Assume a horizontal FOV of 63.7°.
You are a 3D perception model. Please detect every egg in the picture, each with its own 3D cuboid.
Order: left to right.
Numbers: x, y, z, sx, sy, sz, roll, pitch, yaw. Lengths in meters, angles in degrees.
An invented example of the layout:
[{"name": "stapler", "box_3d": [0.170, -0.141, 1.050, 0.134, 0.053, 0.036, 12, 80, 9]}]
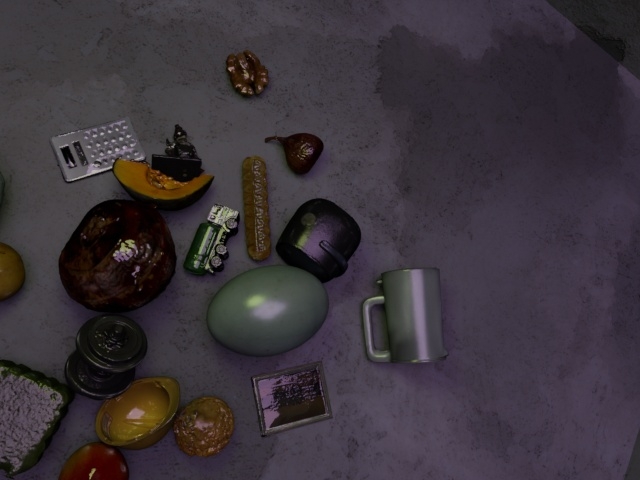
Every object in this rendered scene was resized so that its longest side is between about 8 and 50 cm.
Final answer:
[{"name": "egg", "box_3d": [-0.159, 0.217, 1.601, 0.388, 0.276, 0.277, -8, 82, -20]}]

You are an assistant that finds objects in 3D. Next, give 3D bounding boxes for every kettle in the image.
[{"name": "kettle", "box_3d": [0.298, 0.261, 1.787, 0.264, 0.205, 0.319, -1, 82, -21]}]

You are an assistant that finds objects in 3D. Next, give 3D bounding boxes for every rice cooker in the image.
[{"name": "rice cooker", "box_3d": [0.000, 0.000, 1.716, 0.267, 0.267, 0.225, 39, 67, -8]}]

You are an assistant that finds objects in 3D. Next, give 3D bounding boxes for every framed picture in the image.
[{"name": "framed picture", "box_3d": [-0.091, 0.521, 1.704, 0.252, 0.014, 0.197, -9, 83, -20]}]

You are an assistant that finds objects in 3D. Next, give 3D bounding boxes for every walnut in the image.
[{"name": "walnut", "box_3d": [-0.261, -0.590, 1.837, 0.142, 0.069, 0.170, -20, 85, -20]}]

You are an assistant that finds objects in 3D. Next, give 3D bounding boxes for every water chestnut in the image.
[{"name": "water chestnut", "box_3d": [-0.565, 0.055, 1.506, 0.350, 0.302, 0.351, -9, 63, 17]}]

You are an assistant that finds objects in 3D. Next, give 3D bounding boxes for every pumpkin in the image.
[{"name": "pumpkin", "box_3d": [-0.488, -0.135, 1.598, 0.311, 0.148, 0.169, 6, 46, -24]}]

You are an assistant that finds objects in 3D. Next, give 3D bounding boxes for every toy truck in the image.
[{"name": "toy truck", "box_3d": [-0.350, 0.004, 1.677, 0.124, 0.101, 0.243, 21, 76, -1]}]

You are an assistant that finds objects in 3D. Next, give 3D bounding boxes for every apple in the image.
[{"name": "apple", "box_3d": [-0.922, 0.085, 1.435, 0.155, 0.182, 0.183, -27, 88, -50]}]

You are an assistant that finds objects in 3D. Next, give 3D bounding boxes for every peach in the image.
[{"name": "peach", "box_3d": [-0.616, 0.651, 1.407, 0.197, 0.197, 0.198, 4, 78, -18]}]

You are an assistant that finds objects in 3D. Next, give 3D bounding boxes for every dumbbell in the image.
[{"name": "dumbbell", "box_3d": [-0.601, 0.326, 1.447, 0.191, 0.290, 0.192, 21, 38, -18]}]

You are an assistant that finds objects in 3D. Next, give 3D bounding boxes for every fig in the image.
[{"name": "fig", "box_3d": [-0.093, -0.337, 1.818, 0.201, 0.134, 0.146, 36, 61, 0]}]

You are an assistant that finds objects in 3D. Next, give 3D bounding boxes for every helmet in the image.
[{"name": "helmet", "box_3d": [-0.504, 0.518, 1.492, 0.256, 0.140, 0.205, -15, 42, 1]}]

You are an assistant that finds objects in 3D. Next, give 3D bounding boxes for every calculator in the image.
[{"name": "calculator", "box_3d": [-0.714, -0.293, 1.653, 0.261, 0.021, 0.161, -23, 87, -21]}]

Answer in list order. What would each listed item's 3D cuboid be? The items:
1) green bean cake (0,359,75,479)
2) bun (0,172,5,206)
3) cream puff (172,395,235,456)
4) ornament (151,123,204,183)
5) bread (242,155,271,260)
[{"name": "green bean cake", "box_3d": [-0.835, 0.471, 1.389, 0.249, 0.156, 0.247, 27, 71, -12]}, {"name": "bun", "box_3d": [-1.056, -0.145, 1.415, 0.353, 0.194, 0.355, 6, 70, -16]}, {"name": "cream puff", "box_3d": [-0.350, 0.560, 1.550, 0.188, 0.129, 0.189, 5, 76, -20]}, {"name": "ornament", "box_3d": [-0.471, -0.288, 1.708, 0.166, 0.153, 0.196, 4, 55, -19]}, {"name": "bread", "box_3d": [-0.218, -0.111, 1.753, 0.084, 0.077, 0.368, -1, 81, -20]}]
